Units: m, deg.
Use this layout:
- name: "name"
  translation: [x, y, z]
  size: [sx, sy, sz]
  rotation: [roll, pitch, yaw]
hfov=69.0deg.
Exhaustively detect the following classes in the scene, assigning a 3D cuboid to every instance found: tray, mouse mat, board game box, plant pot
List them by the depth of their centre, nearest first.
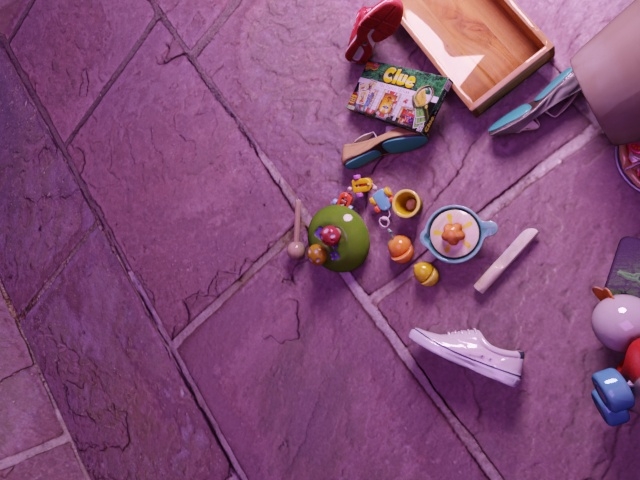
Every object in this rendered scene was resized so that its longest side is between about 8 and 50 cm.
- name: "plant pot"
  translation: [0.616, -0.315, 0.805]
  size: [0.280, 0.323, 0.323]
  rotation: [-27, 78, 37]
- name: "mouse mat"
  translation: [0.683, 0.085, 0.926]
  size: [0.190, 0.007, 0.152]
  rotation: [17, 98, 26]
- name: "tray"
  translation: [0.319, -0.510, 1.076]
  size: [0.203, 0.076, 0.410]
  rotation: [-38, 74, 22]
- name: "board game box"
  translation: [0.182, -0.350, 1.127]
  size: [0.260, 0.030, 0.136]
  rotation: [33, 99, 42]

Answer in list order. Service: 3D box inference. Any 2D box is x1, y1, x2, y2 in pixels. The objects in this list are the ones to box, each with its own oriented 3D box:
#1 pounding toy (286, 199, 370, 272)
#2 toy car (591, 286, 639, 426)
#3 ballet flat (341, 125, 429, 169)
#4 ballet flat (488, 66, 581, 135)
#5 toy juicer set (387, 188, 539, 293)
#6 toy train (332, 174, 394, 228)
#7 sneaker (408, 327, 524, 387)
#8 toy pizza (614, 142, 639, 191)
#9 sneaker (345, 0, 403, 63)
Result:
- name: "pounding toy"
  translation: [0.000, 0.000, 1.204]
  size: [0.237, 0.110, 0.182]
  rotation: [14, 110, 29]
- name: "toy car"
  translation: [0.604, 0.195, 0.898]
  size: [0.219, 0.210, 0.237]
  rotation: [-25, 50, 13]
- name: "ballet flat"
  translation: [0.153, -0.248, 1.164]
  size: [0.232, 0.080, 0.073]
  rotation: [-15, 68, 26]
- name: "ballet flat"
  translation: [0.470, -0.279, 1.004]
  size: [0.213, 0.072, 0.068]
  rotation: [-38, 104, 25]
- name: "toy juicer set"
  translation: [0.299, 0.021, 1.079]
  size: [0.329, 0.089, 0.209]
  rotation: [21, 100, 25]
- name: "toy train"
  translation: [0.118, -0.101, 1.201]
  size: [0.166, 0.046, 0.125]
  rotation: [24, 113, 22]
- name: "sneaker"
  translation: [0.335, 0.245, 1.073]
  size: [0.258, 0.094, 0.091]
  rotation: [20, 81, 22]
- name: "toy pizza"
  translation: [0.691, -0.180, 0.904]
  size: [0.202, 0.032, 0.201]
  rotation: [0, 90, 27]
- name: "sneaker"
  translation: [0.124, -0.541, 1.123]
  size: [0.221, 0.087, 0.127]
  rotation: [-26, 56, 60]
